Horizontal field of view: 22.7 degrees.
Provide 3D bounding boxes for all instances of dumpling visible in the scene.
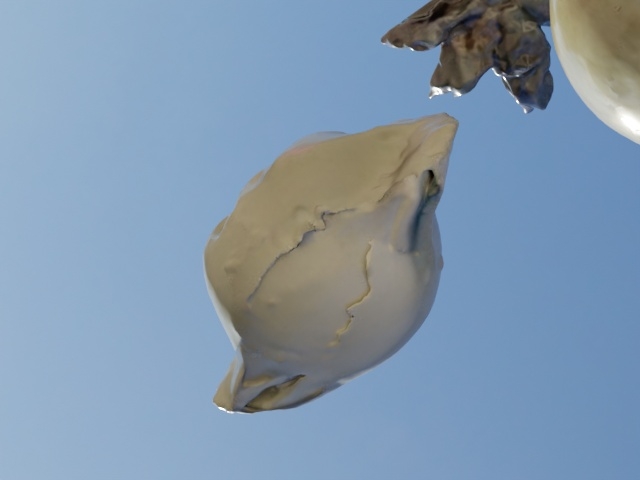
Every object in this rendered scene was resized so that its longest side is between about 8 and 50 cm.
[{"bbox_3d":[0.000,0.000,0.775,0.188,0.108,0.127,-53,-155,23],"label":"dumpling"}]

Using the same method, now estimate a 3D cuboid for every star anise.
[{"bbox_3d":[0.121,-0.176,1.083,0.180,0.205,0.061,-15,-157,-10],"label":"star anise"}]

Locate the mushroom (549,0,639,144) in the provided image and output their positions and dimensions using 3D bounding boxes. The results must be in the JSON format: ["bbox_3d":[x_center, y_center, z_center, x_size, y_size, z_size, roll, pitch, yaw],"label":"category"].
[{"bbox_3d":[0.259,-0.165,0.901,0.234,0.260,0.254,-96,-164,-45],"label":"mushroom"}]
